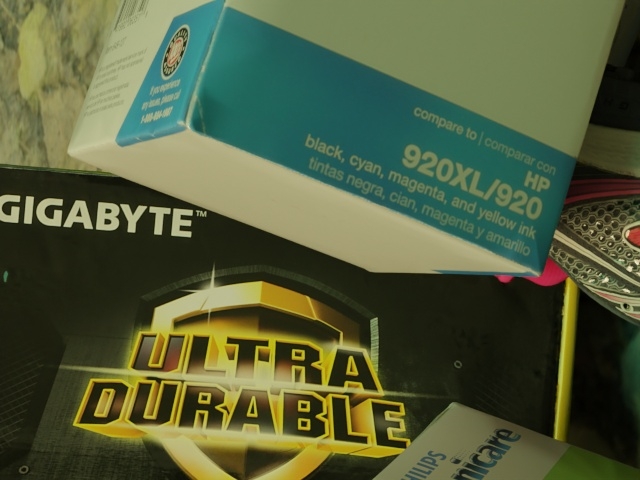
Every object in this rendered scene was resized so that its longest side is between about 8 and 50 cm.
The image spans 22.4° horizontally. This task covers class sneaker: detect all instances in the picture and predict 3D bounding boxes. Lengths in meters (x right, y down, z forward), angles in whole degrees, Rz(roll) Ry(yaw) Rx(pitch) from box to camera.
[{"bbox_3d":[0.191,0.000,0.685,0.299,0.121,0.112,24,102,52],"label":"sneaker"}]

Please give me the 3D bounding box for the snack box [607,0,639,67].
[{"bbox_3d":[0.128,-0.149,0.829,0.100,0.037,0.141,45,126,40],"label":"snack box"}]

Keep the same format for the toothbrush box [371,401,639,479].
[{"bbox_3d":[0.142,0.221,0.676,0.283,0.122,0.206,18,109,18],"label":"toothbrush box"}]

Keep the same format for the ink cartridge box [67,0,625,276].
[{"bbox_3d":[0.023,-0.120,0.704,0.171,0.168,0.232,-1,69,67],"label":"ink cartridge box"}]

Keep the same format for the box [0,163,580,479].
[{"bbox_3d":[-0.038,0.097,0.829,0.079,0.322,0.257,-162,77,-88],"label":"box"}]
